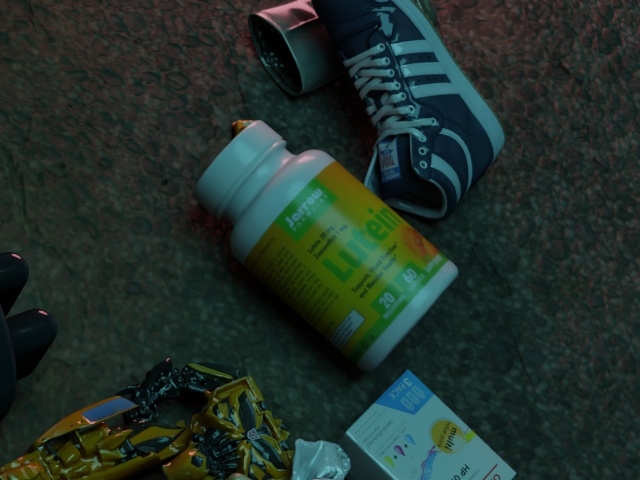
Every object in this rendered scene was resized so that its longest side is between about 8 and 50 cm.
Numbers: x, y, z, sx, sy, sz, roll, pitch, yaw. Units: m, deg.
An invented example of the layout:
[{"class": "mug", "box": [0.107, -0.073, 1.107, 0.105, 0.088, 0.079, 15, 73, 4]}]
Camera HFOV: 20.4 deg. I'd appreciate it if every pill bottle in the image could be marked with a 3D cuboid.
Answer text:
[{"class": "pill bottle", "box": [0.000, 0.000, 1.716, 0.246, 0.136, 0.136, 41, 53, 5]}]

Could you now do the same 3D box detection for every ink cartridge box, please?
[{"class": "ink cartridge box", "box": [0.108, 0.224, 1.671, 0.181, 0.061, 0.104, 43, 54, 5]}]

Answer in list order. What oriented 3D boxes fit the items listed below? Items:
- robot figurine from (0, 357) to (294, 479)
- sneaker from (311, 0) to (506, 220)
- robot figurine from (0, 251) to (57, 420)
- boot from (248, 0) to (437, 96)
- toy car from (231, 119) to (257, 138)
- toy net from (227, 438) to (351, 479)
[{"class": "robot figurine", "box": [-0.138, 0.215, 1.551, 0.291, 0.085, 0.211, -23, 77, -33]}, {"class": "sneaker", "box": [0.069, -0.145, 1.827, 0.282, 0.099, 0.153, 47, 53, -18]}, {"class": "robot figurine", "box": [-0.362, 0.097, 1.470, 0.278, 0.173, 0.209, -18, 33, -32]}, {"class": "boot", "box": [0.006, -0.263, 1.932, 0.208, 0.076, 0.189, -25, 72, -27]}, {"class": "toy car", "box": [-0.032, -0.093, 1.820, 0.122, 0.040, 0.060, 16, 55, -14]}, {"class": "toy net", "box": [-0.049, 0.252, 1.515, 0.232, 0.045, 0.122, -25, 110, -33]}]
